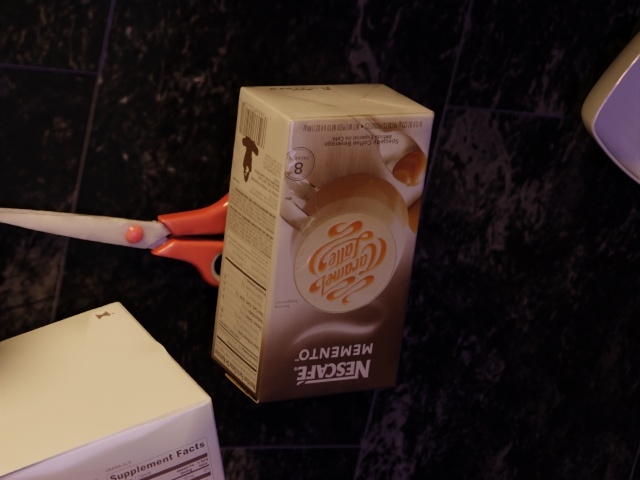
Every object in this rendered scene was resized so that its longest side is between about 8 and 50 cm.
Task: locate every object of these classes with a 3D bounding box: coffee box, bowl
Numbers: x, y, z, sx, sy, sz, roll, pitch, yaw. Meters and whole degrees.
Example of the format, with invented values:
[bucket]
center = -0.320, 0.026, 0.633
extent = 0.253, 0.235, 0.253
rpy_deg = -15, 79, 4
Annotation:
[coffee box]
center = 0.000, 0.000, 1.639
extent = 0.141, 0.098, 0.246
rpy_deg = -4, 112, -29
[bowl]
center = 0.309, -0.128, 1.808
extent = 0.142, 0.053, 0.142
rpy_deg = 38, 89, -35

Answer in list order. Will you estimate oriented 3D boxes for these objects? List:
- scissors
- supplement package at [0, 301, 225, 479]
[scissors]
center = -0.140, 0.005, 1.631
extent = 0.297, 0.021, 0.109
rpy_deg = -9, 117, -28
[supplement package]
center = -0.195, 0.228, 1.589
extent = 0.198, 0.199, 0.262
rpy_deg = -19, 119, -21
